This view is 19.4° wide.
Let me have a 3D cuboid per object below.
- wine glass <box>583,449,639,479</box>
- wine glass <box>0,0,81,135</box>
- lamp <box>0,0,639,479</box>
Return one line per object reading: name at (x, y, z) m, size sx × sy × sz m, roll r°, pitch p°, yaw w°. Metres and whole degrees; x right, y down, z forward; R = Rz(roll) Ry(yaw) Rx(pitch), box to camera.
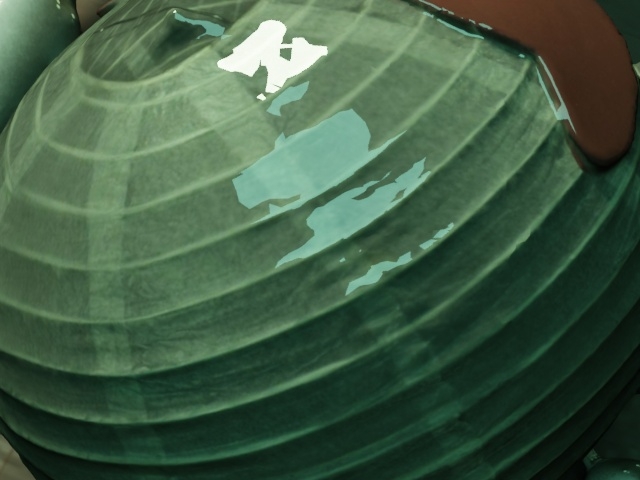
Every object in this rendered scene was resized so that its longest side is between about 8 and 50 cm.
wine glass at (0.115, 0.104, 0.710) m, size 0.039 × 0.042 × 0.083 m, roll -42°, pitch 68°, yaw 21°
wine glass at (-0.125, -0.105, 0.816) m, size 0.074 × 0.074 × 0.262 m, roll 25°, pitch 73°, yaw 17°
lamp at (0.000, 0.000, 0.660) m, size 0.265 × 0.233 × 0.233 m, roll -5°, pitch 65°, yaw 28°
